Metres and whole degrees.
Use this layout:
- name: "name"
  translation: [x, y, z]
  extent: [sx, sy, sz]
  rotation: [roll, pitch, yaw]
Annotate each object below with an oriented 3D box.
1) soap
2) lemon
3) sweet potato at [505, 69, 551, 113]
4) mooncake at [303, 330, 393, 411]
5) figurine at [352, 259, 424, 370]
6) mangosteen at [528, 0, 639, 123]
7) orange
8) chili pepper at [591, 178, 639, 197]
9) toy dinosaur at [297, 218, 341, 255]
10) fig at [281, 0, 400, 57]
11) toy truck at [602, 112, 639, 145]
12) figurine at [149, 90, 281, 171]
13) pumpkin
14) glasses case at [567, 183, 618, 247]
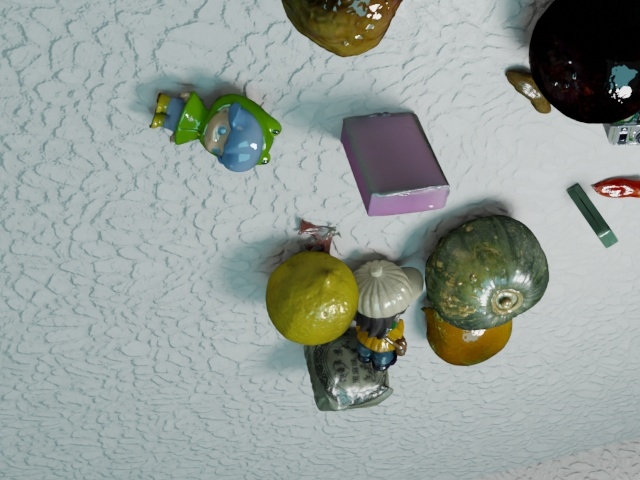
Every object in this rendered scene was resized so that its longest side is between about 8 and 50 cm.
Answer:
- name: "soap"
  translation: [0.161, -0.171, 1.686]
  extent: [0.181, 0.259, 0.081]
  rotation: [-8, 139, -11]
- name: "lemon"
  translation: [-0.023, 0.152, 1.998]
  extent: [0.267, 0.267, 0.267]
  rotation: [-9, 139, -8]
- name: "sweet potato"
  translation: [0.497, -0.341, 1.763]
  extent: [0.054, 0.053, 0.182]
  rotation: [-42, 133, 19]
- name: "mooncake"
  translation: [0.091, 0.386, 2.294]
  extent: [0.250, 0.255, 0.136]
  rotation: [-1, 149, -20]
- name: "figurine"
  translation: [0.161, 0.213, 2.129]
  extent: [0.204, 0.185, 0.333]
  rotation: [-14, 121, -52]
- name: "mangosteen"
  translation: [0.591, -0.396, 1.557]
  extent: [0.313, 0.297, 0.297]
  rotation: [-30, 138, 2]
- name: "orange"
  translation: [0.464, 0.268, 2.331]
  extent: [0.262, 0.196, 0.335]
  rotation: [-20, 141, -14]
- name: "chili pepper"
  translation: [0.840, -0.142, 2.099]
  extent: [0.191, 0.050, 0.059]
  rotation: [3, 140, -3]
- name: "toy dinosaur"
  translation: [0.000, -0.001, 1.999]
  extent: [0.108, 0.032, 0.220]
  rotation: [-28, 140, 9]
- name: "fig"
  translation: [-0.019, -0.482, 1.315]
  extent: [0.368, 0.286, 0.286]
  rotation: [17, 134, -2]
- name: "toy truck"
  translation: [0.739, -0.340, 1.804]
  extent: [0.124, 0.114, 0.253]
  rotation: [-3, 140, 5]
- name: "figurine"
  translation: [-0.218, -0.238, 1.593]
  extent: [0.263, 0.143, 0.162]
  rotation: [17, 125, -10]
- name: "pumpkin"
  translation: [0.441, 0.086, 2.065]
  extent: [0.327, 0.257, 0.292]
  rotation: [-19, 127, 0]
- name: "glasses case"
  translation: [0.730, -0.067, 2.043]
  extent: [0.039, 0.184, 0.077]
  rotation: [-35, 136, 17]
